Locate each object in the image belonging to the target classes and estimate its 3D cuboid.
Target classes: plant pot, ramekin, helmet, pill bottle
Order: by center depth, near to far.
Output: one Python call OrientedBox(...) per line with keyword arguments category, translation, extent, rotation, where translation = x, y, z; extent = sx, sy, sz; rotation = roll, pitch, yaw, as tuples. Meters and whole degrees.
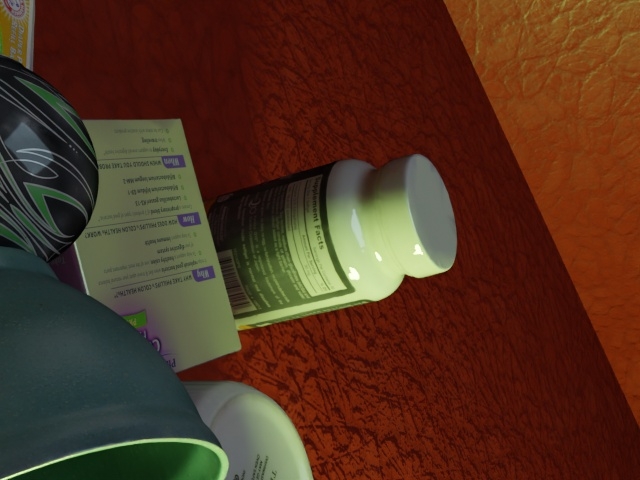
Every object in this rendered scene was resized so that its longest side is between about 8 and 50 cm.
OrientedBox(category="plant pot", translation=(-0.237, 0.128, 0.784), extent=(0.293, 0.293, 0.196), rotation=(19, 39, -59))
OrientedBox(category="helmet", translation=(-0.248, -0.056, 0.845), extent=(0.161, 0.170, 0.169), rotation=(149, -73, -83))
OrientedBox(category="ramekin", translation=(-0.108, 0.259, 1.095), extent=(0.273, 0.127, 0.272), rotation=(38, 44, -50))
OrientedBox(category="pill bottle", translation=(0.000, 0.000, 1.269), extent=(0.162, 0.279, 0.162), rotation=(39, 44, -51))

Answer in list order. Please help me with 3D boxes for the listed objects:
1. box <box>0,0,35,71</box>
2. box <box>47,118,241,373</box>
OrientedBox(category="box", translation=(-0.337, -0.188, 0.897), extent=(0.203, 0.114, 0.103), rotation=(33, 47, -54))
OrientedBox(category="box", translation=(-0.203, 0.017, 1.050), extent=(0.213, 0.117, 0.242), rotation=(-14, 88, -63))
